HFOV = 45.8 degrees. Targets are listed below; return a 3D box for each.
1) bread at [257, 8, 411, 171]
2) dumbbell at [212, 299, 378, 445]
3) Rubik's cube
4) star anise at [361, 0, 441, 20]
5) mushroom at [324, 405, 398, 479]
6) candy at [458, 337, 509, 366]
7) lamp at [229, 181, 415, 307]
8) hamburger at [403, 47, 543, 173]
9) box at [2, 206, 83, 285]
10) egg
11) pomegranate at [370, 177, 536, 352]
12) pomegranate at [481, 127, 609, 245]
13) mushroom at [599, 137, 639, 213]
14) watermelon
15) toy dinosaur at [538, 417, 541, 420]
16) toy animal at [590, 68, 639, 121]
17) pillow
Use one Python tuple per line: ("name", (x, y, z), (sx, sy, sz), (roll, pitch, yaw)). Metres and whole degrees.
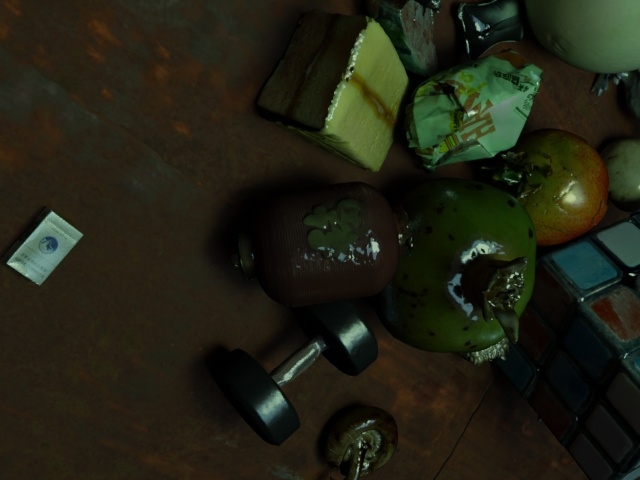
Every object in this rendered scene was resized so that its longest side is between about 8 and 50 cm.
("bread", (0.073, -0.194, 1.075), (0.264, 0.163, 0.167), (21, 93, -40))
("dumbbell", (-0.037, 0.184, 1.141), (0.218, 0.152, 0.152), (-38, 125, -19))
("Rubik's cube", (0.582, 0.192, 1.384), (0.363, 0.358, 0.362), (-22, 146, -22))
("star anise", (0.075, -0.411, 1.033), (0.272, 0.102, 0.271), (4, 79, -20))
("mushroom", (0.063, 0.367, 1.330), (0.135, 0.080, 0.170), (37, 84, -27))
("candy", (0.309, 0.181, 1.440), (0.095, 0.085, 0.110), (-14, 105, -21))
("lamp", (0.000, 0.000, 1.074), (0.258, 0.180, 0.180), (-7, 113, -5))
("hamburger", (0.220, -0.193, 1.200), (0.214, 0.125, 0.235), (-19, 162, -20))
("box", (-0.341, 0.007, 0.932), (0.083, 0.024, 0.054), (-51, 127, -9))
("egg", (0.471, -0.409, 1.186), (0.283, 0.345, 0.283), (0, 95, -1))
("pomegranate", (0.235, 0.040, 1.181), (0.291, 0.323, 0.290), (0, 90, -39))
("pomegranate", (0.389, -0.093, 1.316), (0.235, 0.210, 0.210), (8, 102, -42))
("mushroom", (0.633, -0.126, 1.532), (0.166, 0.166, 0.127), (-18, 157, -31))
("watermelon", (0.130, -0.321, 1.138), (0.187, 0.071, 0.139), (36, 63, -56))
("toy dinosaur", (0.624, 0.255, 1.703), (0.205, 0.092, 0.393), (38, 80, -44))
("toy animal", (0.629, -0.331, 1.483), (0.206, 0.081, 0.367), (-11, 100, -22))
("pillow", (0.279, -0.356, 1.239), (0.136, 0.055, 0.091), (-30, 90, -28))
